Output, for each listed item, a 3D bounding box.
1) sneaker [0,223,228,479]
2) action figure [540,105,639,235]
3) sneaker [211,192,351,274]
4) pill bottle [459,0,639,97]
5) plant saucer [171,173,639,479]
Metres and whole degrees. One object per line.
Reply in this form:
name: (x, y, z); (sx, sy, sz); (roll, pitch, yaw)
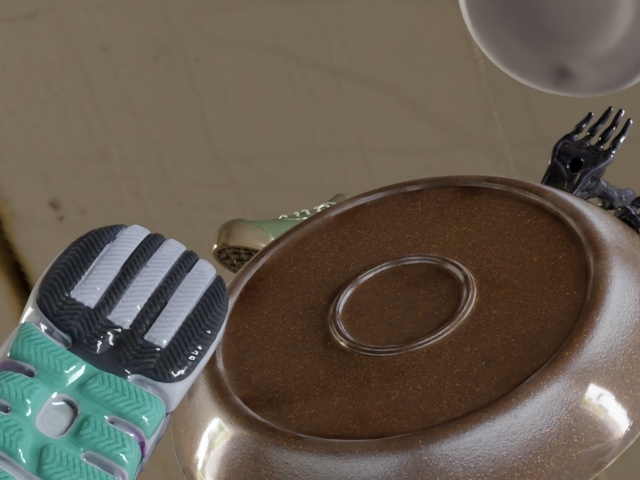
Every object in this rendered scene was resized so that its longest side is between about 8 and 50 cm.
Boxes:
sneaker: (-0.102, 0.096, 0.532); (0.083, 0.223, 0.098); (32, -42, 8)
action figure: (0.248, 0.025, 1.149); (0.141, 0.164, 0.275); (-38, -36, 4)
sneaker: (0.000, 0.000, 1.334); (0.192, 0.086, 0.064); (20, -28, -28)
pill bottle: (0.220, -0.236, 1.207); (0.160, 0.283, 0.160); (14, -52, 19)
plant saucer: (0.053, 0.052, 0.961); (0.311, 0.310, 0.050); (-3, -51, 22)
